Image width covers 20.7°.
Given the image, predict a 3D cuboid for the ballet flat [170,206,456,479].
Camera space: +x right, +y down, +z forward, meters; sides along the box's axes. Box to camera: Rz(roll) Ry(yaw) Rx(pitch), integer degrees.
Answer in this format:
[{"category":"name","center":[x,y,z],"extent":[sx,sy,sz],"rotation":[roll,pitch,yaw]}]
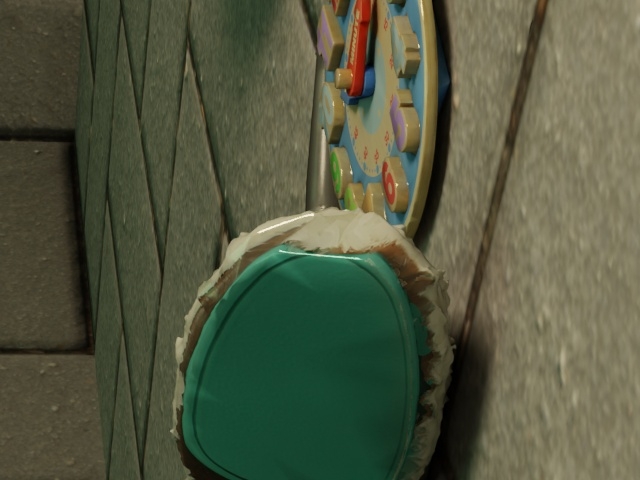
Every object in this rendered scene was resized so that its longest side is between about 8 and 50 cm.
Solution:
[{"category":"ballet flat","center":[-0.008,0.116,0.970],"extent":[0.147,0.147,0.409],"rotation":[-103,18,-47]}]

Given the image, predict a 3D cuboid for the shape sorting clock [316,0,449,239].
[{"category":"shape sorting clock","center":[0.029,-0.091,1.000],"extent":[0.206,0.040,0.206],"rotation":[-179,90,-78]}]

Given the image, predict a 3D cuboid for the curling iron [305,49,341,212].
[{"category":"curling iron","center":[0.000,0.000,1.138],"extent":[0.068,0.035,0.274],"rotation":[169,101,-77]}]
